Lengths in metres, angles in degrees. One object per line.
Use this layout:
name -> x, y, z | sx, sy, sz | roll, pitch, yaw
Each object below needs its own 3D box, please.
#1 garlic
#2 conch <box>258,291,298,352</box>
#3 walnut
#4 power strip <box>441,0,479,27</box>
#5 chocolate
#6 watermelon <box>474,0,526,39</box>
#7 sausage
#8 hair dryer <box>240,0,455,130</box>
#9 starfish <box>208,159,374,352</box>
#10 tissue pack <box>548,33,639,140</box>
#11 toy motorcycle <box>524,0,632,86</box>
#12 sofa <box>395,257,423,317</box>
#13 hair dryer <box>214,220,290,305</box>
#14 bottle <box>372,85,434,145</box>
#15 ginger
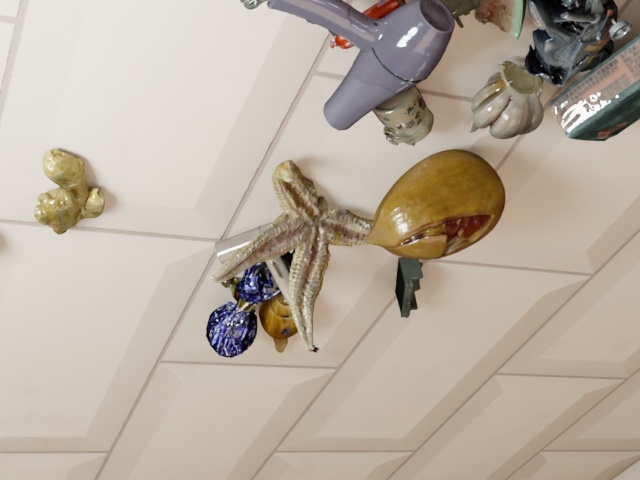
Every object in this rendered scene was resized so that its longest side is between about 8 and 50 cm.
garlic -> 0.328, -0.239, 1.862 | 0.131, 0.127, 0.194 | 4, 161, -29
conch -> -0.089, 0.199, 2.343 | 0.109, 0.093, 0.330 | -3, 144, -10
walnut -> 0.222, -0.061, 1.982 | 0.297, 0.203, 0.203 | -24, 145, -3
power strip -> 0.187, -0.427, 1.612 | 0.092, 0.034, 0.268 | -24, 144, 15
chocolate -> -0.152, 0.118, 2.198 | 0.148, 0.126, 0.343 | 37, 130, 3
watermelon -> 0.316, -0.398, 1.666 | 0.080, 0.101, 0.155 | 10, 131, -12
sausage -> 0.077, -0.358, 1.661 | 0.145, 0.050, 0.048 | -29, -176, 21
hair dryer -> 0.002, -0.329, 1.597 | 0.361, 0.121, 0.301 | 24, 143, -22
starfish -> -0.009, -0.004, 1.979 | 0.132, 0.384, 0.398 | 11, 156, 40
tissue pack -> 0.589, -0.302, 1.808 | 0.315, 0.103, 0.228 | -37, 165, 29
toy motorcycle -> 0.431, -0.357, 1.718 | 0.173, 0.108, 0.307 | -25, 155, 6
sofa -> 0.213, 0.109, 2.327 | 0.060, 0.085, 0.147 | -6, 144, -5
hair dryer -> -0.102, 0.076, 2.065 | 0.195, 0.220, 0.053 | -19, 166, 11
bottle -> 0.154, -0.230, 1.828 | 0.099, 0.099, 0.152 | -23, 148, 14
ginger -> -0.480, -0.084, 1.849 | 0.133, 0.059, 0.214 | -19, 147, 1
